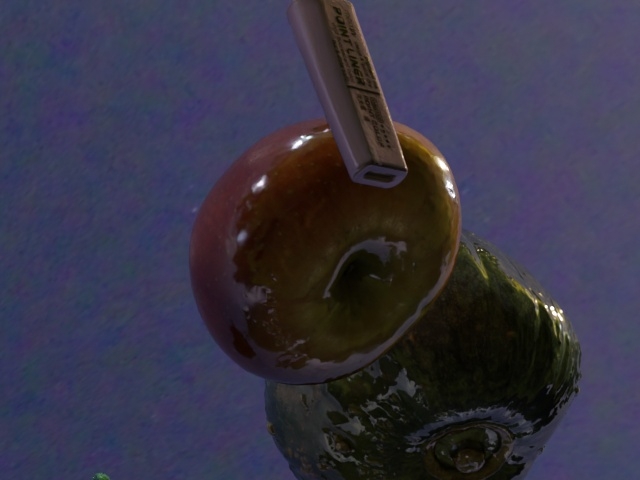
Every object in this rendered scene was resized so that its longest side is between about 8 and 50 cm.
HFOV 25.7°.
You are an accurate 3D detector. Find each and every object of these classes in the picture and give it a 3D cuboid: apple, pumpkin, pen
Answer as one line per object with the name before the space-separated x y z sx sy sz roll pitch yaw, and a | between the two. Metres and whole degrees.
apple | 0.000 0.000 1.150 0.235 0.173 0.210 -33 -51 -7
pumpkin | 0.090 0.139 1.416 0.291 0.327 0.257 30 -156 -31
pen | 0.013 -0.122 0.962 0.053 0.032 0.197 8 -129 -39

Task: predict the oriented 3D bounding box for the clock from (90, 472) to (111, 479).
clock | -0.211 0.294 1.172 0.144 0.103 0.231 -1 -65 -36
